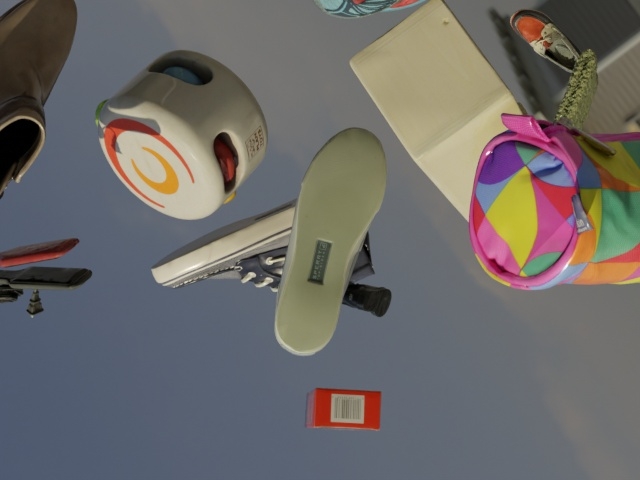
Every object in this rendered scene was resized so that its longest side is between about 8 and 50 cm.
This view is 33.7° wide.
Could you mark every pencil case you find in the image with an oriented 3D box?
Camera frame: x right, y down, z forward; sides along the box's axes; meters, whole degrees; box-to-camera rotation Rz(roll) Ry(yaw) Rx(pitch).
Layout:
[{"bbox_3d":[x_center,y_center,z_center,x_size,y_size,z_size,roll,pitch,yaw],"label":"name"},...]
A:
[{"bbox_3d":[0.202,-0.023,0.637,0.236,0.104,0.104,-1,-129,-32],"label":"pencil case"}]

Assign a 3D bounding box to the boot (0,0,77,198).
[{"bbox_3d":[-0.141,-0.061,0.486,0.042,0.118,0.087,30,-178,-30],"label":"boot"}]

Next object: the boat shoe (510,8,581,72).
[{"bbox_3d":[0.339,-0.295,1.571,0.137,0.049,0.043,31,-146,-27],"label":"boat shoe"}]

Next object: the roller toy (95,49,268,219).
[{"bbox_3d":[-0.168,-0.136,1.346,0.209,0.191,0.146,47,-124,-11],"label":"roller toy"}]

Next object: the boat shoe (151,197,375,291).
[{"bbox_3d":[-0.078,0.040,1.623,0.127,0.341,0.158,-85,-27,-78],"label":"boat shoe"}]

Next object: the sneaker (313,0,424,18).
[{"bbox_3d":[0.019,-0.182,0.571,0.104,0.125,0.262,65,161,0],"label":"sneaker"}]

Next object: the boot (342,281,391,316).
[{"bbox_3d":[0.042,0.075,1.552,0.099,0.045,0.121,19,-178,25],"label":"boot"}]

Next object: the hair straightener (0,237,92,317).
[{"bbox_3d":[-0.352,0.055,1.190,0.089,0.231,0.047,70,-153,-21],"label":"hair straightener"}]

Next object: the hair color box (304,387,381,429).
[{"bbox_3d":[0.022,0.186,1.154,0.141,0.072,0.043,111,162,-80],"label":"hair color box"}]

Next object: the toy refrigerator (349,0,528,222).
[{"bbox_3d":[0.127,-0.090,0.883,0.102,0.094,0.269,59,-170,23],"label":"toy refrigerator"}]

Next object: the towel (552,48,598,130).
[{"bbox_3d":[0.318,-0.160,1.338,0.027,0.148,0.110,20,173,19],"label":"towel"}]

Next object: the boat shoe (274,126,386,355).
[{"bbox_3d":[0.001,0.001,1.031,0.079,0.227,0.081,19,171,-9],"label":"boat shoe"}]
